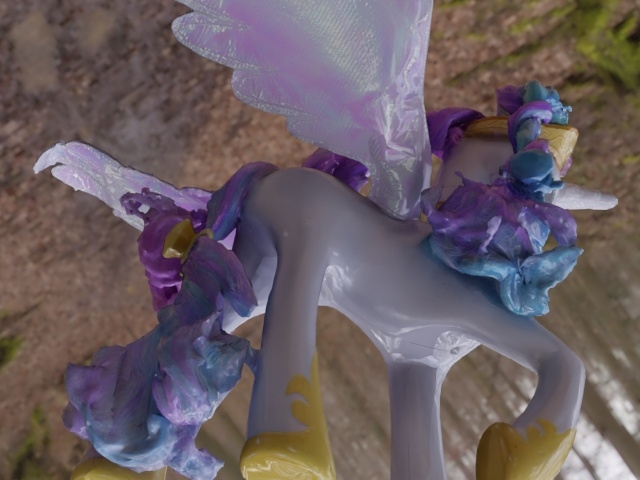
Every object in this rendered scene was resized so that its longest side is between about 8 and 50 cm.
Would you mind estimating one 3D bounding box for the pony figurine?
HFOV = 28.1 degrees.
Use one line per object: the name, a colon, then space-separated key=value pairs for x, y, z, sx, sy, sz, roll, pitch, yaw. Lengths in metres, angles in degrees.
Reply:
pony figurine: x=0.000 y=0.000 z=0.713 sx=0.302 sy=0.351 sz=0.363 roll=122 pitch=-9 yaw=-47
